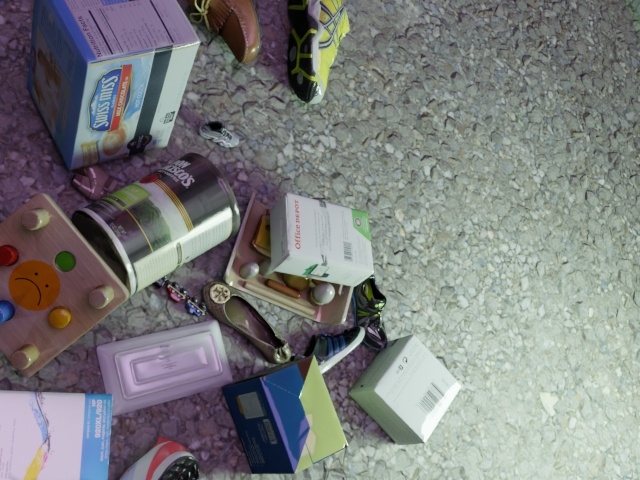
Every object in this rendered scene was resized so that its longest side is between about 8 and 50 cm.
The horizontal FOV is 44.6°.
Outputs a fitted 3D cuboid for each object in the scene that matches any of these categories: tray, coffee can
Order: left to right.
[{"bbox_3d":[-0.332,-0.032,1.593,0.275,0.201,0.201,-34,93,-32],"label":"coffee can"},{"bbox_3d":[-0.315,0.257,1.616,0.270,0.030,0.145,-11,79,-31],"label":"tray"}]

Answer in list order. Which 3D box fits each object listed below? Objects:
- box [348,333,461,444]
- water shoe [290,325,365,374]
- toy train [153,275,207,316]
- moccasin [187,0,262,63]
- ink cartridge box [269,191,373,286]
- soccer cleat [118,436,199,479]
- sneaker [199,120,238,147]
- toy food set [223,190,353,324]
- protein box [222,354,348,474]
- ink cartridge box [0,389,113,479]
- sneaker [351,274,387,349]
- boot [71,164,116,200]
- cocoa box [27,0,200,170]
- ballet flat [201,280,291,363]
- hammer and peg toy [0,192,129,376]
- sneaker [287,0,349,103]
[{"bbox_3d":[0.199,0.350,1.824,0.182,0.119,0.181,46,59,-9],"label":"box"},{"bbox_3d":[0.019,0.240,1.784,0.203,0.073,0.080,-36,92,-33],"label":"water shoe"},{"bbox_3d":[-0.308,0.113,1.665,0.158,0.027,0.036,40,63,-13],"label":"toy train"},{"bbox_3d":[-0.263,-0.585,1.838,0.147,0.139,0.380,-27,89,-32],"label":"moccasin"},{"bbox_3d":[0.000,0.000,1.744,0.219,0.092,0.160,13,57,-27],"label":"ink cartridge box"},{"bbox_3d":[-0.370,0.514,1.478,0.318,0.116,0.108,-47,129,-15],"label":"soccer cleat"},{"bbox_3d":[-0.225,-0.248,1.797,0.098,0.069,0.038,14,69,-25],"label":"sneaker"},{"bbox_3d":[-0.056,0.041,1.790,0.306,0.092,0.219,25,64,-21],"label":"toy food set"},{"bbox_3d":[-0.078,0.364,1.614,0.136,0.201,0.199,-18,84,-32],"label":"protein box"},{"bbox_3d":[-0.511,0.359,1.390,0.233,0.171,0.168,8,71,-28],"label":"ink cartridge box"},{"bbox_3d":[0.121,0.169,1.860,0.067,0.078,0.188,-6,79,-31],"label":"sneaker"},{"bbox_3d":[-0.471,-0.140,1.647,0.087,0.042,0.118,27,65,-27],"label":"boot"},{"bbox_3d":[-0.419,-0.341,1.530,0.228,0.347,0.231,-22,72,-32],"label":"cocoa box"},{"bbox_3d":[-0.157,0.178,1.712,0.250,0.058,0.084,46,58,-10],"label":"ballet flat"},{"bbox_3d":[-0.564,0.045,1.434,0.266,0.127,0.361,-39,97,3],"label":"hammer and peg toy"},{"bbox_3d":[0.007,-0.522,1.969,0.147,0.145,0.384,10,72,-26],"label":"sneaker"}]
